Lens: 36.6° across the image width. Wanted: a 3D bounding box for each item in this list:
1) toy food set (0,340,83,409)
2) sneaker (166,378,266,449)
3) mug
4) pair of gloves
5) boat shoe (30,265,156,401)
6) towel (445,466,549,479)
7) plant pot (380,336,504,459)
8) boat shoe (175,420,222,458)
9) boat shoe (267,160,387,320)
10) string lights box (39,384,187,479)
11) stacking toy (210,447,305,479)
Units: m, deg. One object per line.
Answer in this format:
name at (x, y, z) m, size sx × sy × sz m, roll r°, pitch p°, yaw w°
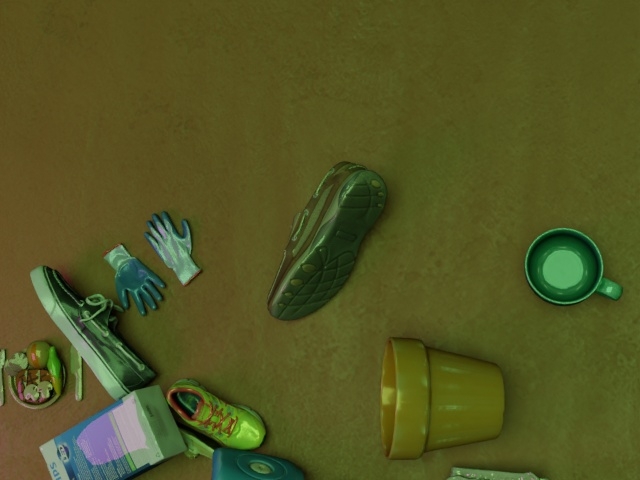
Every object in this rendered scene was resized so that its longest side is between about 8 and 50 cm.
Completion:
toy food set at (-0.558, 0.262, 1.882) m, size 0.192 × 0.038 × 0.132 m, roll -7°, pitch 81°, yaw 12°
sneaker at (-0.198, 0.323, 1.766) m, size 0.208 × 0.094 × 0.081 m, roll 24°, pitch 87°, yaw 13°
mug at (0.424, 0.060, 1.662) m, size 0.129 × 0.097 × 0.158 m, roll -31°, pitch 78°, yaw 6°
pair of gloves at (-0.323, 0.041, 1.868) m, size 0.198 × 0.023 × 0.159 m, roll -37°, pitch 77°, yaw 6°
boat shoe at (-0.427, 0.157, 1.831) m, size 0.105 × 0.113 × 0.306 m, roll -38°, pitch 79°, yaw -1°
towel at (0.294, 0.529, 1.631) m, size 0.187 × 0.049 × 0.282 m, roll -3°, pitch 81°, yaw 29°
plant pot at (0.207, 0.270, 1.644) m, size 0.187 × 0.205 × 0.205 m, roll 2°, pitch 83°, yaw -3°
boat shoe at (-0.236, 0.380, 1.793) m, size 0.135 × 0.050 × 0.045 m, roll 24°, pitch 92°, yaw 24°
boat shoe at (0.000, 0.000, 1.767) m, size 0.324 × 0.123 × 0.116 m, roll -56°, pitch 42°, yaw 10°
string lights box at (-0.384, 0.381, 1.772) m, size 0.259 × 0.076 × 0.133 m, roll -31°, pitch 77°, yaw 25°
stacking toy at (-0.142, 0.534, 1.708) m, size 0.165 × 0.175 × 0.302 m, roll 14°, pitch 101°, yaw -9°
